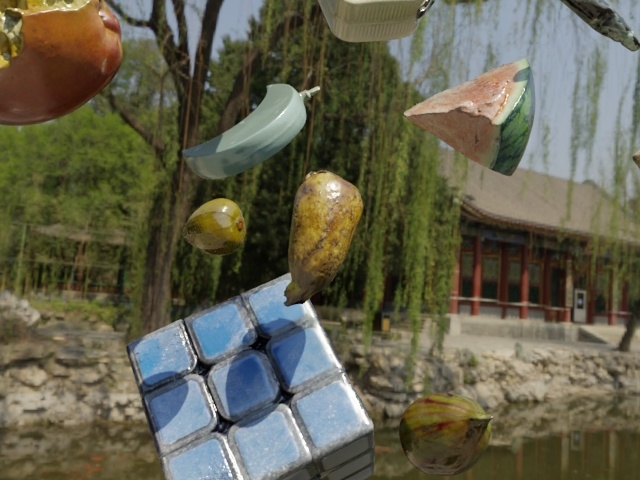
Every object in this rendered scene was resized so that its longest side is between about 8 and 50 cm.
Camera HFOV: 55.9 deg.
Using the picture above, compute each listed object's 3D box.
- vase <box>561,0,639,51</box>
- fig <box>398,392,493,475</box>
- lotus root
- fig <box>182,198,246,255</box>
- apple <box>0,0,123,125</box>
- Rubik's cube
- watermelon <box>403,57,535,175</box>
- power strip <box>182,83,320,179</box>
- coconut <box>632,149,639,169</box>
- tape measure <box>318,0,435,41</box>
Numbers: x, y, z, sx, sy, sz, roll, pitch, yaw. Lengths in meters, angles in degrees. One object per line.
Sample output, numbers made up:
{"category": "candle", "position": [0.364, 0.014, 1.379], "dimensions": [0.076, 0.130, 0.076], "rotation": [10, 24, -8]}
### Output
{"category": "vase", "position": [0.584, -0.470, 1.254], "dimensions": [0.211, 0.060, 0.060], "rotation": [44, -3, 7]}
{"category": "fig", "position": [0.167, 0.242, 0.768], "dimensions": [0.109, 0.103, 0.155], "rotation": [-8, -26, -20]}
{"category": "lotus root", "position": [0.000, 0.000, 0.811], "dimensions": [0.094, 0.191, 0.108], "rotation": [1, -19, 33]}
{"category": "fig", "position": [-0.141, -0.015, 0.791], "dimensions": [0.087, 0.074, 0.074], "rotation": [-12, -13, 24]}
{"category": "apple", "position": [-0.276, -0.192, 0.584], "dimensions": [0.158, 0.156, 0.147], "rotation": [-6, -49, -9]}
{"category": "Rubik's cube", "position": [-0.104, 0.291, 1.004], "dimensions": [0.305, 0.301, 0.304], "rotation": [-24, -32, -9]}
{"category": "watermelon", "position": [0.371, -0.241, 1.412], "dimensions": [0.292, 0.251, 0.283], "rotation": [-12, 23, 32]}
{"category": "power strip", "position": [-0.105, -0.191, 1.021], "dimensions": [0.167, 0.253, 0.054], "rotation": [24, -31, 51]}
{"category": "coconut", "position": [0.732, -0.135, 1.073], "dimensions": [0.328, 0.329, 0.329], "rotation": [4, -7, 0]}
{"category": "tape measure", "position": [0.108, -0.550, 1.268], "dimensions": [0.231, 0.271, 0.133], "rotation": [-11, -36, -14]}
